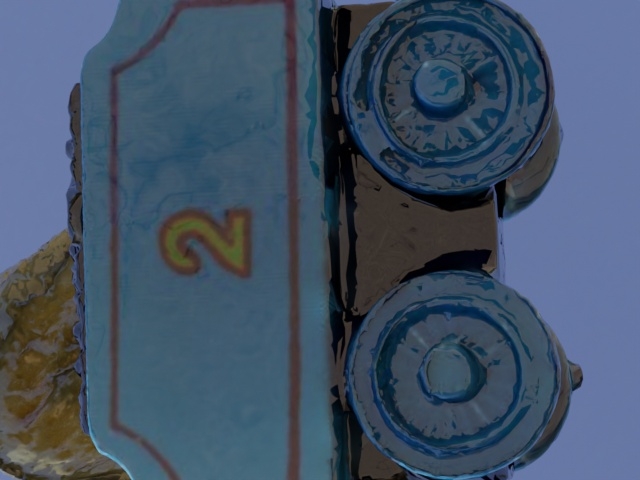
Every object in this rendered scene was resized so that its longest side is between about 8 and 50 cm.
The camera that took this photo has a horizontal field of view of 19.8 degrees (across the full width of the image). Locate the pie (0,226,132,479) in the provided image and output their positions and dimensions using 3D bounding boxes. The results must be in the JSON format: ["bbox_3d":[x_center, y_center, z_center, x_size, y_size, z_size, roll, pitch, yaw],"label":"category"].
[{"bbox_3d":[-0.124,0.071,1.252,0.274,0.274,0.055,0,-140,-28],"label":"pie"}]

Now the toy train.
[{"bbox_3d":[0.000,0.000,0.968,0.265,0.188,0.300,-3,-96,9],"label":"toy train"}]
